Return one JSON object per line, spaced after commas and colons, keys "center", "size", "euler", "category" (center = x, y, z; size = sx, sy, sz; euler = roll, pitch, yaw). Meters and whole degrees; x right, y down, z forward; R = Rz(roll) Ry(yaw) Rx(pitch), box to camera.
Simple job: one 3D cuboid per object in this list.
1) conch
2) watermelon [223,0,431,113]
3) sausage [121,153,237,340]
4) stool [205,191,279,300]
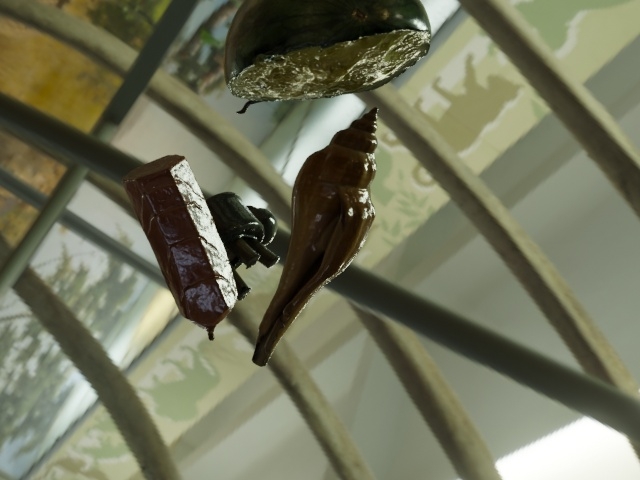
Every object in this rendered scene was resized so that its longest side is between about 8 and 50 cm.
{"center": [0.003, 0.000, 1.099], "size": [0.093, 0.109, 0.330], "euler": [5, 108, -57], "category": "conch"}
{"center": [0.000, -0.208, 0.923], "size": [0.204, 0.127, 0.232], "euler": [-13, 177, -2], "category": "watermelon"}
{"center": [-0.121, 0.008, 0.867], "size": [0.065, 0.169, 0.065], "euler": [-17, -160, 7], "category": "sausage"}
{"center": [-0.144, 0.004, 1.584], "size": [0.228, 0.139, 0.153], "euler": [-31, 159, -31], "category": "stool"}
